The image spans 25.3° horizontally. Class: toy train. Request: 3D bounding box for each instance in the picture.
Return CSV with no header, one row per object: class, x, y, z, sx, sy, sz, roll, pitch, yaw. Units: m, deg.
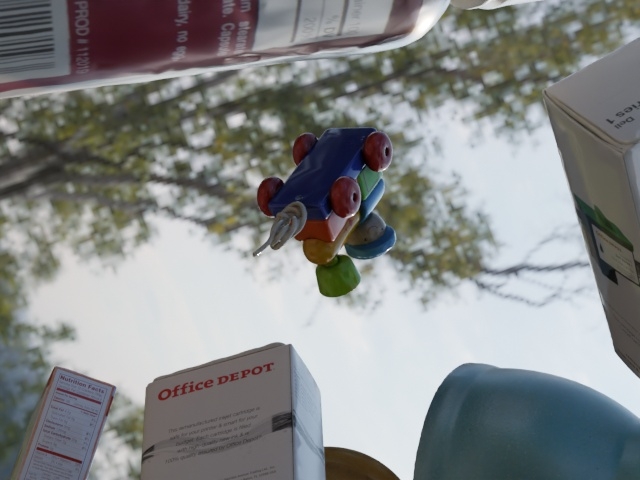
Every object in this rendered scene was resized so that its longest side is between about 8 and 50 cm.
toy train,0.000,0.000,1.451,0.105,0.248,0.143,1,-55,29

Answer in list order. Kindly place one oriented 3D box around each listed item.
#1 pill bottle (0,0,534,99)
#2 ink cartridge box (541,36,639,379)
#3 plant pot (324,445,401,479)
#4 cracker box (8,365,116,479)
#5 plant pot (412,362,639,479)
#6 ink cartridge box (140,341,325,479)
pill bottle,-0.054,-0.203,0.761,0.224,0.392,0.224,171,-90,-76
ink cartridge box,0.240,-0.025,0.847,0.092,0.160,0.219,50,-14,53
plant pot,0.000,0.342,1.571,0.032,0.236,0.236,-177,-112,-76
cracker box,-0.268,0.253,1.342,0.155,0.067,0.232,127,-19,-59
plant pot,0.233,0.259,1.341,0.196,0.293,0.293,-4,-68,29
ink cartridge box,-0.050,0.137,0.827,0.135,0.099,0.056,-92,159,-43
